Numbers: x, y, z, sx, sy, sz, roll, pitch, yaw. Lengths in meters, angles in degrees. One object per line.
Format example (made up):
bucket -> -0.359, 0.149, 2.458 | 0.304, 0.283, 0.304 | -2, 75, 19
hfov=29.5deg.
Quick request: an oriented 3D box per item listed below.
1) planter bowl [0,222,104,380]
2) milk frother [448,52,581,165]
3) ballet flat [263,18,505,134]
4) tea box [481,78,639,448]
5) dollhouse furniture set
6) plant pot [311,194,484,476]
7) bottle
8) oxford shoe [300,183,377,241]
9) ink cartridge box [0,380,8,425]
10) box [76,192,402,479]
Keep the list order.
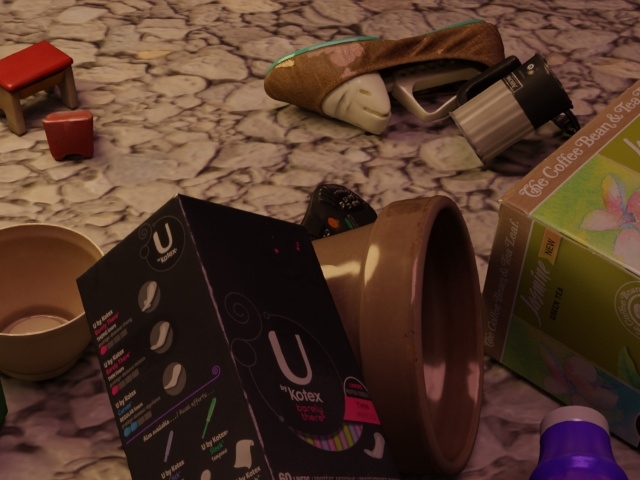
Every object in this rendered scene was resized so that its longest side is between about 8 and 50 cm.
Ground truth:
planter bowl -> -0.295, 0.075, 1.252 | 0.162, 0.109, 0.162 | 1, 43, -1
milk frother -> 0.253, -0.151, 1.554 | 0.134, 0.143, 0.129 | -33, 23, 10
ballet flat -> 0.101, -0.205, 1.603 | 0.342, 0.116, 0.124 | -12, 64, -22
tea box -> 0.387, 0.029, 1.265 | 0.323, 0.220, 0.329 | 30, 49, 27
dollhouse furniture set -> -0.422, -0.135, 1.439 | 0.201, 0.152, 0.374 | 34, 51, 29
plant pot -> 0.021, 0.092, 1.176 | 0.229, 0.263, 0.263 | -2, 40, 19
bottle -> 0.229, 0.272, 1.063 | 0.092, 0.118, 0.283 | -6, 42, 12
oxford shoe -> 0.000, 0.000, 1.372 | 0.083, 0.096, 0.227 | 39, 27, 3
ink cartridge box -> -0.402, 0.201, 1.123 | 0.153, 0.087, 0.208 | 8, 44, 6
box -> -0.068, 0.118, 1.002 | 0.165, 0.143, 0.270 | 14, 47, -49
